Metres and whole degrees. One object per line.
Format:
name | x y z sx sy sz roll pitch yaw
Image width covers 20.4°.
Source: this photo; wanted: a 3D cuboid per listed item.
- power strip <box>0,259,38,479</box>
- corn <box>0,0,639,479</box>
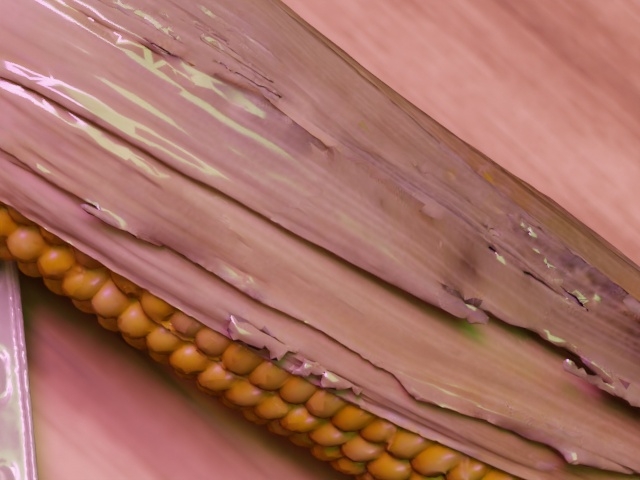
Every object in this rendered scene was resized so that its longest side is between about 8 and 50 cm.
power strip | -0.125 0.032 0.561 0.060 0.027 0.253 -3 72 -18
corn | 0.003 -0.004 0.547 0.305 0.123 0.122 33 58 -15
